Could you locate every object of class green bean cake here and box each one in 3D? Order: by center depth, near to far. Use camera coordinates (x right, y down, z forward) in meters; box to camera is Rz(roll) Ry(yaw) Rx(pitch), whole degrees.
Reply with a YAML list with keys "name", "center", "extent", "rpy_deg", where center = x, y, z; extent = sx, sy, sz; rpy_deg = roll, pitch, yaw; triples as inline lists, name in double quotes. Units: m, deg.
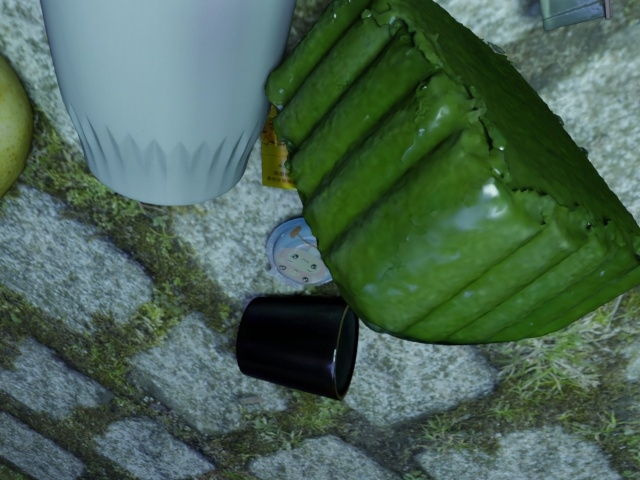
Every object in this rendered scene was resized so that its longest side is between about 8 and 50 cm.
- name: "green bean cake"
  center: [0.117, -0.066, 0.512]
  extent: [0.319, 0.335, 0.218]
  rpy_deg: [18, 132, -37]

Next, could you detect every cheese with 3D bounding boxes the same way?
- name: "cheese"
  center: [0.000, 0.000, 0.801]
  extent: [0.135, 0.052, 0.245]
  rpy_deg: [29, 130, -17]

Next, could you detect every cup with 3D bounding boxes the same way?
- name: "cup"
  center: [-0.154, -0.234, 0.531]
  extent: [0.253, 0.253, 0.372]
  rpy_deg: [18, 133, 0]
- name: "cup"
  center: [-0.033, 0.207, 0.908]
  extent: [0.176, 0.166, 0.240]
  rpy_deg: [4, 127, 16]

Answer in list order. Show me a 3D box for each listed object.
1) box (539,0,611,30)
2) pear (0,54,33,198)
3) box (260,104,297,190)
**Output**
- name: "box"
  center: [0.254, -0.254, 0.518]
  extent: [0.063, 0.085, 0.060]
  rpy_deg: [-6, 126, 26]
- name: "pear"
  center: [-0.550, -0.154, 0.682]
  extent: [0.309, 0.309, 0.309]
  rpy_deg: [7, 129, 9]
- name: "box"
  center: [-0.041, -0.140, 0.724]
  extent: [0.088, 0.022, 0.156]
  rpy_deg: [9, 130, 5]
